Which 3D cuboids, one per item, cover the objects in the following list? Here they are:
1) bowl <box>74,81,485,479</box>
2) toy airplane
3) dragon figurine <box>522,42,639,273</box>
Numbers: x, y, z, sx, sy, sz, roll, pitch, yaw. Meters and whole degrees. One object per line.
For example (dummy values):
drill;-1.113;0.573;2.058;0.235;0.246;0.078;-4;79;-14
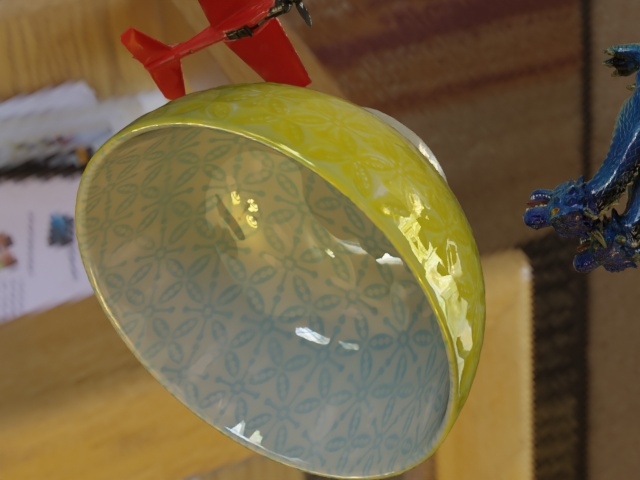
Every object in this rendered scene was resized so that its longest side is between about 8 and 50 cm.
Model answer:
bowl;0.000;0.000;1.254;0.156;0.289;0.289;-48;140;-38
toy airplane;-0.076;-0.145;1.338;0.151;0.028;0.151;7;136;7
dragon figurine;0.266;-0.078;1.230;0.289;0.144;0.085;-22;141;18
